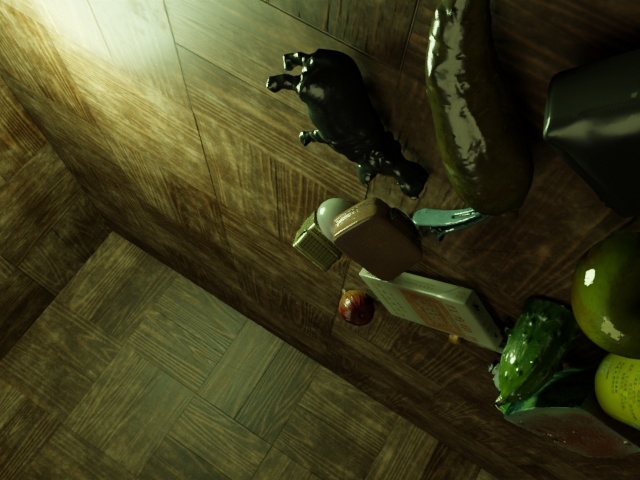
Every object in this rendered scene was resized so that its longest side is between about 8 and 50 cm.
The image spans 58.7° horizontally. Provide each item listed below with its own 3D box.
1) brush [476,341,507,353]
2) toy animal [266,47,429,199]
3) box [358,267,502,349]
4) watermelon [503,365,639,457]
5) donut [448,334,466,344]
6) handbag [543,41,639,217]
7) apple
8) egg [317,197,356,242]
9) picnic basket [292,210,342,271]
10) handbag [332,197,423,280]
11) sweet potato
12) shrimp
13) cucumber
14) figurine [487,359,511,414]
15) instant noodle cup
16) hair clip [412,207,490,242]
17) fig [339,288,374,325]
[{"bbox_3d":[0.473,0.284,1.539,0.033,0.030,0.178,33,171,-16],"label":"brush"},{"bbox_3d":[0.054,-0.197,1.009,0.168,0.106,0.343,2,149,43],"label":"toy animal"},{"bbox_3d":[0.283,0.167,1.505,0.365,0.051,0.204,12,149,50],"label":"box"},{"bbox_3d":[0.562,0.389,1.252,0.213,0.261,0.201,-45,60,55],"label":"watermelon"},{"bbox_3d":[0.392,0.263,1.609,0.038,0.067,0.083,27,127,36],"label":"donut"},{"bbox_3d":[0.423,-0.110,0.626,0.285,0.113,0.257,-2,145,47],"label":"handbag"},{"bbox_3d":[0.480,0.085,0.868,0.196,0.196,0.157,31,-172,11],"label":"apple"},{"bbox_3d":[0.053,-0.042,1.345,0.135,0.103,0.103,43,158,-13],"label":"egg"},{"bbox_3d":[0.000,0.000,1.456,0.115,0.079,0.164,38,-167,-8],"label":"picnic basket"},{"bbox_3d":[0.132,-0.004,1.260,0.193,0.072,0.151,36,126,-26],"label":"handbag"},{"bbox_3d":[0.214,-0.184,0.777,0.130,0.130,0.423,17,145,38],"label":"sweet potato"},{"bbox_3d":[0.490,0.240,1.369,0.254,0.059,0.145,36,178,-26],"label":"shrimp"},{"bbox_3d":[0.442,0.245,1.199,0.134,0.244,0.134,35,166,10],"label":"cucumber"},{"bbox_3d":[0.543,0.392,1.550,0.192,0.126,0.147,31,125,27],"label":"figurine"},{"bbox_3d":[0.648,0.286,1.051,0.215,0.215,0.236,39,166,-11],"label":"instant noodle cup"},{"bbox_3d":[0.282,-0.057,1.068,0.083,0.048,0.275,41,154,-12],"label":"hair clip"},{"bbox_3d":[0.095,0.208,1.818,0.153,0.119,0.119,20,155,38],"label":"fig"}]
